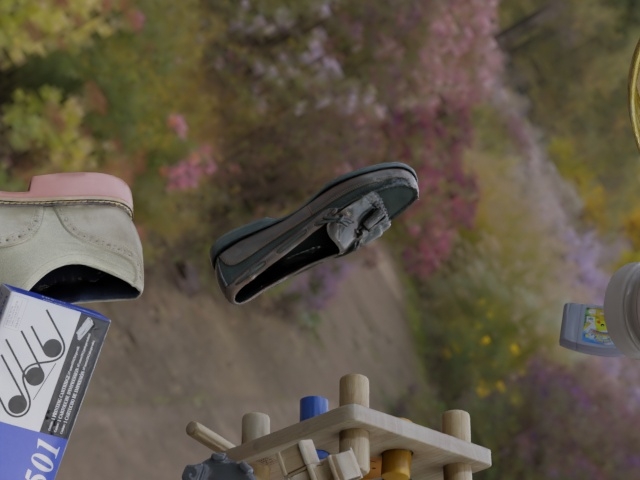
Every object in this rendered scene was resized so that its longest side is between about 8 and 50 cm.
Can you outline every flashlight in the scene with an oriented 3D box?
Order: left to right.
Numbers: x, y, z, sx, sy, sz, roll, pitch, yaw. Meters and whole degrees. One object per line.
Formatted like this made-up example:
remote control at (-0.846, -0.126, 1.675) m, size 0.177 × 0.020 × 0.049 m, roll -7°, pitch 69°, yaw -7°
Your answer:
flashlight at (-0.109, 0.363, 2.052) m, size 0.103 × 0.103 × 0.304 m, roll 57°, pitch -18°, yaw 24°

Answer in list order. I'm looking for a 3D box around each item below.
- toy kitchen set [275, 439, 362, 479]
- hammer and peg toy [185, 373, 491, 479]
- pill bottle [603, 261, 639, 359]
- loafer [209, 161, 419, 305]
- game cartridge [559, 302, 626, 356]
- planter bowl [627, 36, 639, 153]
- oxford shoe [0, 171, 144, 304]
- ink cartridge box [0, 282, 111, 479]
toy kitchen set at (-0.010, 0.217, 1.461) m, size 0.075 × 0.068 × 0.083 m, roll 9°, pitch 56°, yaw -59°
hammer and peg toy at (0.002, 0.295, 2.099) m, size 0.266 × 0.361 × 0.127 m, roll 23°, pitch 55°, yaw -38°
pill bottle at (0.357, 0.056, 1.428) m, size 0.216 × 0.121 × 0.121 m, roll -8°, pitch -60°, yaw 53°
loafer at (0.000, 0.000, 1.928) m, size 0.096 × 0.267 × 0.084 m, roll 57°, pitch 12°, yaw -46°
game cartridge at (0.277, 0.088, 1.603) m, size 0.017 × 0.083 × 0.056 m, roll 81°, pitch 17°, yaw -50°
planter bowl at (0.335, -0.139, 1.412) m, size 0.217 × 0.217 × 0.090 m, roll 56°, pitch -12°, yaw -24°
oxford shoe at (-0.378, 0.028, 1.742) m, size 0.140 × 0.396 × 0.147 m, roll 107°, pitch -33°, yaw -58°
ink cartridge box at (-0.270, 0.152, 1.463) m, size 0.097 × 0.207 × 0.046 m, roll 19°, pitch 1°, yaw -24°
